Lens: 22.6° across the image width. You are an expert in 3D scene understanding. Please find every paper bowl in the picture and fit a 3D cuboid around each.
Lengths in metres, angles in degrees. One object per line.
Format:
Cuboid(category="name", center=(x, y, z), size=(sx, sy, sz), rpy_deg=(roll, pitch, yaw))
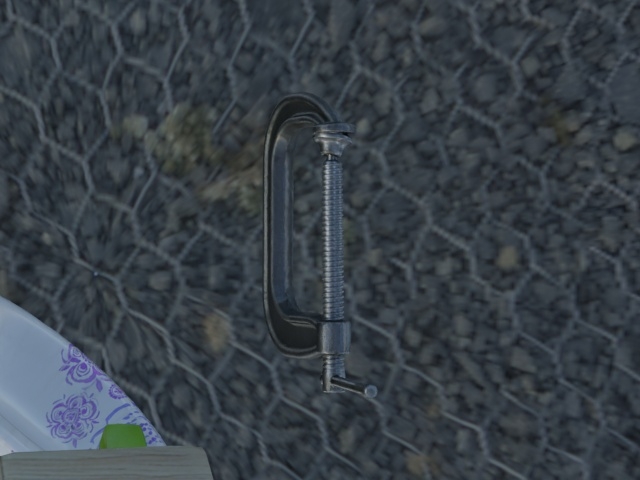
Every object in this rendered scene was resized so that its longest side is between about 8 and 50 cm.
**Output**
Cuboid(category="paper bowl", center=(-0.256, 0.169, 1.263), size=(0.284, 0.284, 0.148), rpy_deg=(42, 97, -5))

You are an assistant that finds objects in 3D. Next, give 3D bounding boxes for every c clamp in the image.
Cuboid(category="c clamp", center=(0.000, 0.000, 0.813), size=(0.022, 0.137, 0.161), rpy_deg=(-1, 85, -23))

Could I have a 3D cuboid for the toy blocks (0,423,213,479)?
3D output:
Cuboid(category="toy blocks", center=(-0.125, 0.178, 0.261), size=(0.260, 0.381, 0.191), rpy_deg=(0, 132, -19))
